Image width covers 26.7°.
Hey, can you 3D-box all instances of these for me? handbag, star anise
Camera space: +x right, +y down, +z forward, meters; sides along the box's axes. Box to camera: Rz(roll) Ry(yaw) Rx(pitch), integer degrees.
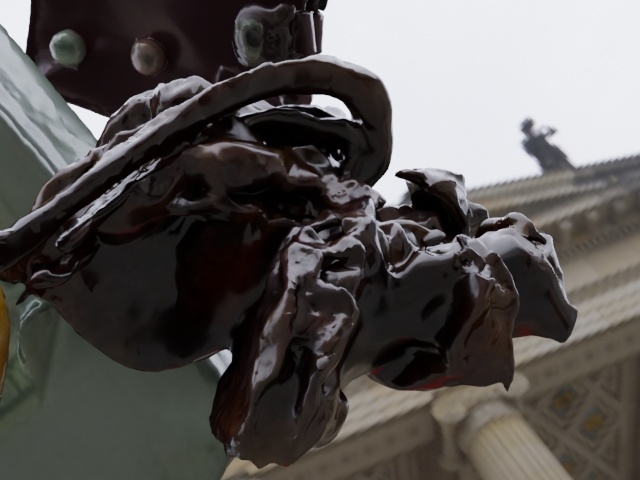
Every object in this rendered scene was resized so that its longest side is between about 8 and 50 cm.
[{"bbox_3d":[-0.094,-0.164,0.903,0.074,0.216,0.203,-38,-34,-57],"label":"handbag"},{"bbox_3d":[0.000,0.000,0.500,0.190,0.220,0.126,31,-74,-4],"label":"star anise"}]

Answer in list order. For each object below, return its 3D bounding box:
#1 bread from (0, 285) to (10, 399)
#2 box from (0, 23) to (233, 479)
[{"bbox_3d":[-0.134,0.056,0.434,0.024,0.110,0.110,33,-76,-31],"label":"bread"},{"bbox_3d":[-0.278,0.054,0.654,0.396,0.111,0.396,-39,-88,14],"label":"box"}]
